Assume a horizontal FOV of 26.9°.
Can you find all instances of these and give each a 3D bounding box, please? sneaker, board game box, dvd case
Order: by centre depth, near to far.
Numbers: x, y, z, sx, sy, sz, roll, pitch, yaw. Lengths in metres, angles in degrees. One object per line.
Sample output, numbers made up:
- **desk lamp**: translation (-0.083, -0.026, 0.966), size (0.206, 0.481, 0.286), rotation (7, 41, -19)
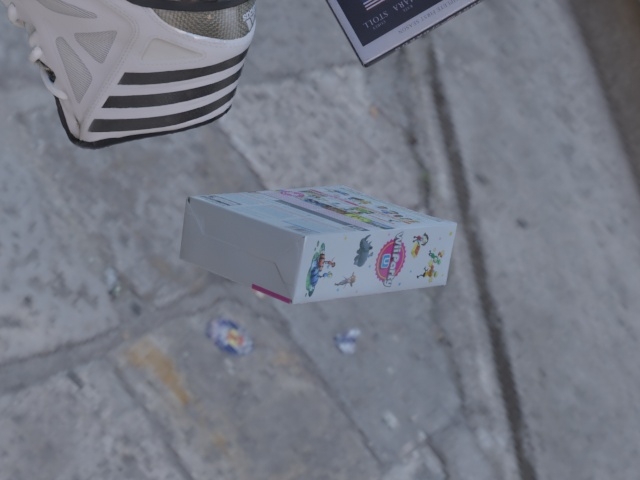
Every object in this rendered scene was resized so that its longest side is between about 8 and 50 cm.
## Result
- **sneaker**: translation (-0.264, -0.218, 1.157), size (0.448, 0.257, 0.169), rotation (24, 37, 15)
- **dvd case**: translation (0.061, -0.315, 1.299), size (0.238, 0.179, 0.029), rotation (61, 6, 3)
- **board game box**: translation (0.000, 0.000, 1.790), size (0.224, 0.097, 0.303), rotation (21, 19, 41)
